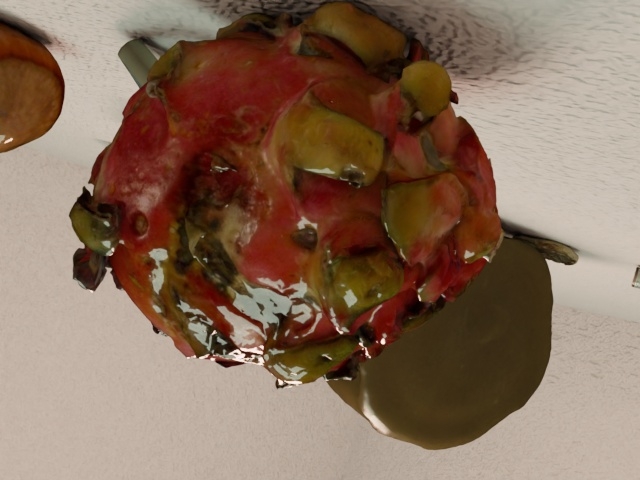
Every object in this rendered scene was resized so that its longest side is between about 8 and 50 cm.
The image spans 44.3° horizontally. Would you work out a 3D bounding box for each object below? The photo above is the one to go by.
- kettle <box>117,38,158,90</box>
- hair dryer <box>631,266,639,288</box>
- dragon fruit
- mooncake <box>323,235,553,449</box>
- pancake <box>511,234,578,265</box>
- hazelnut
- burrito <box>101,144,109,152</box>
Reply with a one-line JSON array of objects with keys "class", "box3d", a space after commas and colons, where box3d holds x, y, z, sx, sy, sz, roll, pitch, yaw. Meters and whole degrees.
[{"class": "kettle", "box3d": [-0.127, -0.098, 0.844, 0.243, 0.160, 0.210, 49, 179, 36]}, {"class": "hair dryer", "box3d": [0.637, 0.072, 1.393, 0.155, 0.044, 0.183, 13, 173, 21]}, {"class": "dragon fruit", "box3d": [0.008, -0.055, 0.609, 0.296, 0.314, 0.263, 43, 149, -23]}, {"class": "mooncake", "box3d": [0.216, 0.161, 1.522, 0.467, 0.466, 0.262, 18, -170, -27]}, {"class": "pancake", "box3d": [0.437, 0.016, 1.541, 0.140, 0.022, 0.139, 20, 176, 2]}, {"class": "hazelnut", "box3d": [-0.416, -0.188, 0.985, 0.182, 0.182, 0.182, 16, 177, 1]}, {"class": "burrito", "box3d": [-0.448, -0.167, 2.102, 0.299, 0.105, 0.143, 18, 167, -20]}]
